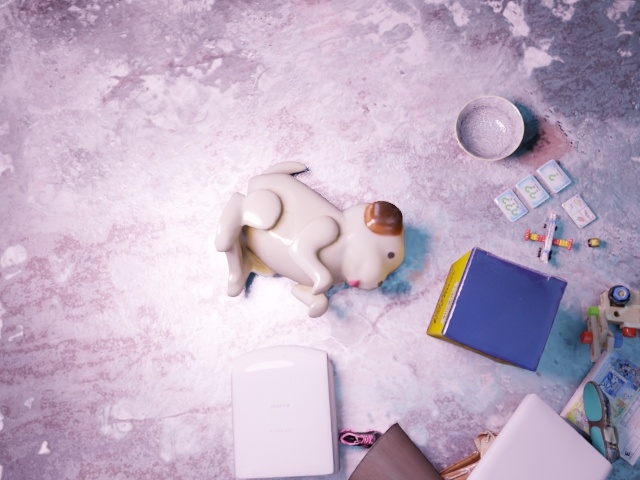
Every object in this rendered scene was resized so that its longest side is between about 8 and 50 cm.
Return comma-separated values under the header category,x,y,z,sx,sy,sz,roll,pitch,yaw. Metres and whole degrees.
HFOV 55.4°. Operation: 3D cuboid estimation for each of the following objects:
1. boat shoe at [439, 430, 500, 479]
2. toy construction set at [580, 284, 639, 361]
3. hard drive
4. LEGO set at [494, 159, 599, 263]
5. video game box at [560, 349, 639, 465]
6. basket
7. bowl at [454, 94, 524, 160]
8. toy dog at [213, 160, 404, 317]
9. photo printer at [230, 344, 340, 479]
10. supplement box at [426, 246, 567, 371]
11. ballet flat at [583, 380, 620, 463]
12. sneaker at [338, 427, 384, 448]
category,x,y,z,sx,sy,sz,roll,pitch,yaw
boat shoe,0.411,0.504,1.423,0.324,0.123,0.116,-37,79,-3
toy construction set,0.754,0.218,1.423,0.328,0.151,0.214,10,74,-7
hard drive,0.441,0.538,1.297,0.233,0.047,0.353,44,67,5
LEGO set,0.583,-0.060,1.524,0.183,0.060,0.244,-34,81,3
video game box,0.710,0.392,1.451,0.187,0.048,0.205,36,86,7
basket,0.199,0.567,1.381,0.227,0.154,0.204,37,95,25
bowl,0.423,-0.275,1.554,0.170,0.080,0.169,-1,81,4
toy dog,0.000,0.000,1.479,0.409,0.284,0.395,11,46,8
photo printer,-0.088,0.410,1.479,0.256,0.107,0.307,-4,82,4
supplement box,0.372,0.155,1.355,0.194,0.356,0.195,21,84,7
ballet flat,0.651,0.417,1.405,0.070,0.070,0.188,-4,83,4
sneaker,0.101,0.483,1.480,0.120,0.057,0.047,1,79,4
